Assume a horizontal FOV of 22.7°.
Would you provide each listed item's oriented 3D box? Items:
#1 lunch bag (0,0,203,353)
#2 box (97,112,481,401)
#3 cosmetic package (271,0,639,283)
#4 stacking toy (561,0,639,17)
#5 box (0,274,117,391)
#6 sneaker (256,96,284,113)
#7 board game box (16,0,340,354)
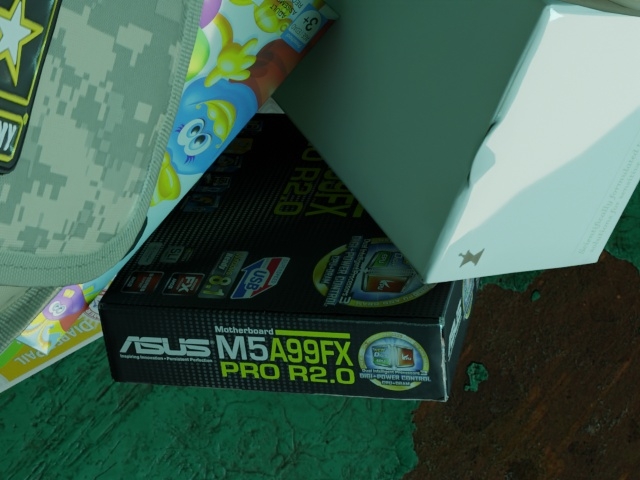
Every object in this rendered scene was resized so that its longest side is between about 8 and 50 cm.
[{"bbox_3d":[-0.177,-0.038,0.483,0.287,0.169,0.235,-42,161,14],"label":"lunch bag"},{"bbox_3d":[0.000,0.000,1.061,0.270,0.216,0.060,-65,153,-55],"label":"box"},{"bbox_3d":[0.056,-0.163,1.022,0.155,0.365,0.197,-5,133,-37],"label":"cosmetic package"},{"bbox_3d":[0.078,-0.333,0.459,0.480,0.350,0.350,-64,178,2],"label":"stacking toy"},{"bbox_3d":[-0.249,0.033,1.404,0.203,0.114,0.103,-29,-145,26],"label":"box"},{"bbox_3d":[-0.045,-0.180,1.319,0.169,0.108,0.292,-55,145,-69],"label":"sneaker"},{"bbox_3d":[-0.150,-0.094,0.957,0.275,0.142,0.144,-49,140,6],"label":"board game box"}]
